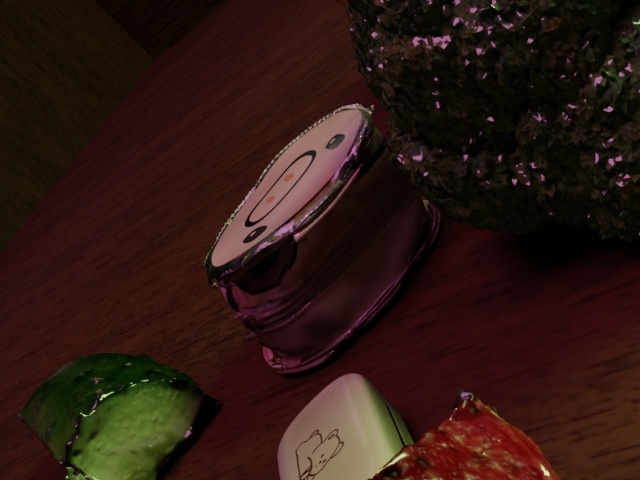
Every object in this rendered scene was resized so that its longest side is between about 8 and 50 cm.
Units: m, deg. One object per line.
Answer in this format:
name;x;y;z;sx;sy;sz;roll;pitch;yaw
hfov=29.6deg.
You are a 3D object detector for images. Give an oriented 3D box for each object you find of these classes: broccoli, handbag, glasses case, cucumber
broccoli;0.151;-0.182;0.783;0.321;0.310;0.413;-25;59;30
handbag;-0.001;-0.001;0.995;0.205;0.116;0.179;-48;19;-11
glasses case;0.018;0.141;0.721;0.083;0.050;0.196;-48;12;4
cucumber;-0.213;0.157;1.162;0.145;0.105;0.325;-51;15;-14

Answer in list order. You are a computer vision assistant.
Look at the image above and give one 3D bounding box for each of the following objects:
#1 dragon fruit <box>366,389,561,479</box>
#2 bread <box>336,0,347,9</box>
dragon fruit;0.029;0.194;0.511;0.274;0.126;0.161;-30;-30;-48
bread;0.181;-0.325;1.109;0.361;0.250;0.394;-32;26;44
